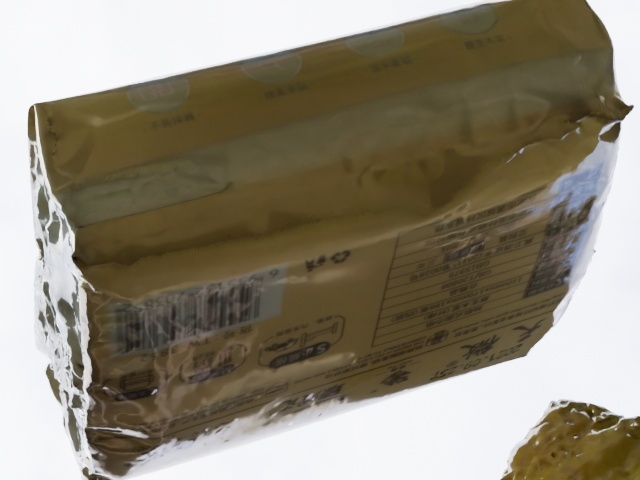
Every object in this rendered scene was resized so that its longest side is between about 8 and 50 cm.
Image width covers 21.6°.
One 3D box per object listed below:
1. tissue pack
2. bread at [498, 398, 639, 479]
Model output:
[{"bbox_3d":[0.000,0.000,0.651,0.222,0.186,0.090,-17,-119,-16],"label":"tissue pack"},{"bbox_3d":[0.149,0.225,0.861,0.147,0.160,0.261,-31,-56,-23],"label":"bread"}]
